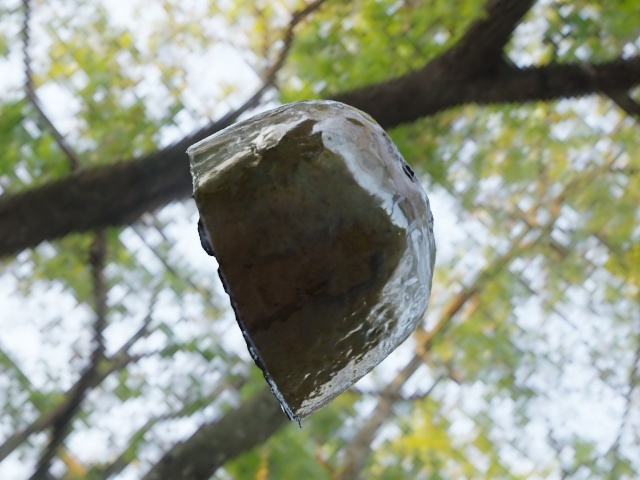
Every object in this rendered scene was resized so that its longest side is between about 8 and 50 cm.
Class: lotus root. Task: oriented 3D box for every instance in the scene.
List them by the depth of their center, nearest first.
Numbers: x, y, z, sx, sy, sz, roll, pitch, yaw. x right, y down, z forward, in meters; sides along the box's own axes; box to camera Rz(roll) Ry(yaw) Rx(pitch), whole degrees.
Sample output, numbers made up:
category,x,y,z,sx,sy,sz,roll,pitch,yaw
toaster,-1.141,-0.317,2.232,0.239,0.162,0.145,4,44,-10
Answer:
category,x,y,z,sx,sy,sz,roll,pitch,yaw
lotus root,0.000,0.000,1.632,0.272,0.192,0.272,60,1,-2
